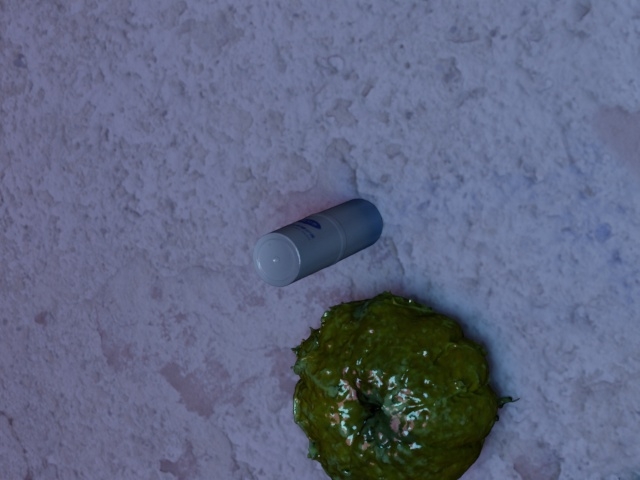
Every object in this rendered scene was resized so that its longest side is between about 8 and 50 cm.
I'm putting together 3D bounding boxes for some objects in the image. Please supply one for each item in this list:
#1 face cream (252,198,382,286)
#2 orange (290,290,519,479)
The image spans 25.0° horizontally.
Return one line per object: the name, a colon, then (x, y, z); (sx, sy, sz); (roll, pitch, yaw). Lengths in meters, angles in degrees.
face cream: (0.000, 0.000, 2.009); (0.077, 0.250, 0.077); (7, 105, 27)
orange: (0.096, 0.217, 2.030); (0.300, 0.223, 0.301); (-33, 85, 25)
